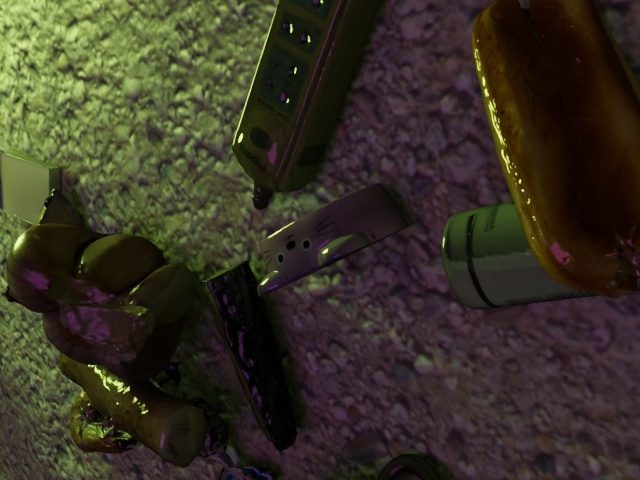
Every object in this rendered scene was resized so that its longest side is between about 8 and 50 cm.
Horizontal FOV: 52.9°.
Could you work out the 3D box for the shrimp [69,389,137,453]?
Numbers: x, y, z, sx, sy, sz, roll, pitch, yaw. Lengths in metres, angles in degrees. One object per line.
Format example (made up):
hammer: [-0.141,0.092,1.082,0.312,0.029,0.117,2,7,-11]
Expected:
shrimp: [-0.339,0.287,1.008,0.180,0.041,0.099,-1,85,39]

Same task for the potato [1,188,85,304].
potato: [-0.399,0.021,0.967,0.089,0.101,0.172,-8,63,61]

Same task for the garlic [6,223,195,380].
garlic: [-0.269,0.077,0.793,0.214,0.191,0.160,15,107,3]

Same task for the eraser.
eraser: [-0.462,-0.082,1.019,0.150,0.023,0.103,19,112,33]

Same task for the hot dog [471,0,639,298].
hot dog: [0.170,-0.077,0.444,0.100,0.068,0.249,-12,61,12]

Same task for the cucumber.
cucumber: [-0.072,0.131,0.748,0.211,0.062,0.078,67,163,-2]

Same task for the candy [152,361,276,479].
candy: [-0.144,0.246,0.835,0.226,0.051,0.094,42,115,22]

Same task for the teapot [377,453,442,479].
teapot: [0.019,0.320,0.657,0.268,0.185,0.175,-44,38,5]

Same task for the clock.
clock: [0.000,0.000,0.623,0.153,0.110,0.050,-28,86,38]

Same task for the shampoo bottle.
shampoo bottle: [0.221,-0.004,0.466,0.262,0.085,0.085,-12,93,39]

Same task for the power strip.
power strip: [-0.006,-0.196,0.612,0.092,0.066,0.387,37,121,28]

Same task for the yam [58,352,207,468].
yam: [-0.261,0.197,0.855,0.357,0.081,0.081,13,108,47]
